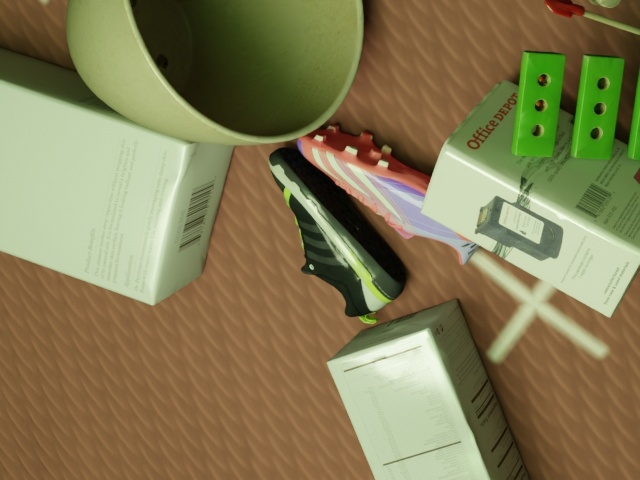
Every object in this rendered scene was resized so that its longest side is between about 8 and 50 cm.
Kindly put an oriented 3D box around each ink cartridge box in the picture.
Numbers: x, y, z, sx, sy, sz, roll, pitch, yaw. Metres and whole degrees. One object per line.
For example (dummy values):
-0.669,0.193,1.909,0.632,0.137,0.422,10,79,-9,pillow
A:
0.252,-0.050,1.654,0.237,0.172,0.100,30,131,11,ink cartridge box

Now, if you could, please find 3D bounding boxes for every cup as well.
-0.150,-0.248,1.709,0.237,0.331,0.331,-14,99,48,cup

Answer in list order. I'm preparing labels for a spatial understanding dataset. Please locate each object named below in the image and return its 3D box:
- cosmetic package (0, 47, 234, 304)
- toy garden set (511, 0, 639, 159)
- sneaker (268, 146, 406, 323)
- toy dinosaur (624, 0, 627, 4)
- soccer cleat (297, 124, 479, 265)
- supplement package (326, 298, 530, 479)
-0.321,-0.091,1.873,0.385,0.156,0.217,21,109,15,cosmetic package
0.321,-0.189,1.615,0.244,0.049,0.204,1,104,-17,toy garden set
0.000,0.000,1.815,0.097,0.084,0.235,-39,88,25,sneaker
0.360,-0.277,1.639,0.090,0.047,0.082,-26,112,13,toy dinosaur
0.079,-0.055,1.778,0.248,0.083,0.095,23,115,11,soccer cleat
0.130,0.215,1.795,0.139,0.134,0.244,-20,96,23,supplement package
